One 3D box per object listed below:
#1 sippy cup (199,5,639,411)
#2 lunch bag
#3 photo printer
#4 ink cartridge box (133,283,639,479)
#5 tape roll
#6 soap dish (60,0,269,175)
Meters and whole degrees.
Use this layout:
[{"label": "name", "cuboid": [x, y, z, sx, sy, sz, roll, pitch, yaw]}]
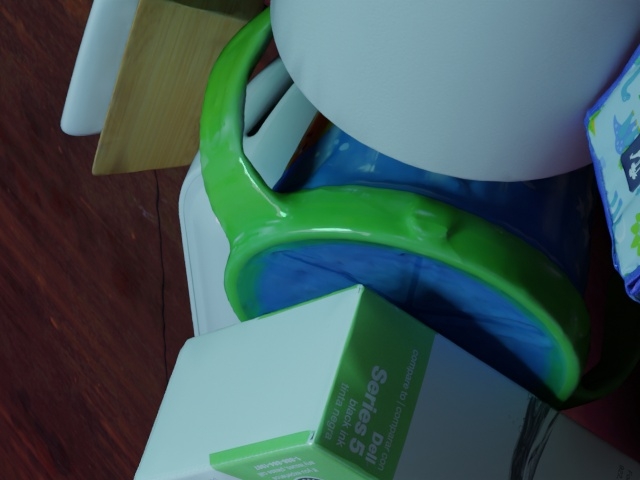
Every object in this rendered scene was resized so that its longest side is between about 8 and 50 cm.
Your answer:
[{"label": "sippy cup", "cuboid": [0.081, -0.034, 1.282, 0.240, 0.224, 0.305, 5, 148, 26]}, {"label": "lunch bag", "cuboid": [0.214, -0.049, 1.042, 0.096, 0.151, 0.129, 40, -149, -41]}, {"label": "photo printer", "cuboid": [0.000, 0.000, 1.479, 0.107, 0.256, 0.308, 14, 129, 25]}, {"label": "ink cartridge box", "cuboid": [0.053, 0.156, 1.273, 0.273, 0.115, 0.198, 33, 149, -26]}, {"label": "tape roll", "cuboid": [0.101, -0.178, 1.145, 0.246, 0.246, 0.169, 51, 151, 27]}, {"label": "soap dish", "cuboid": [-0.090, -0.213, 1.469, 0.229, 0.118, 0.291, 117, 169, -56]}]
